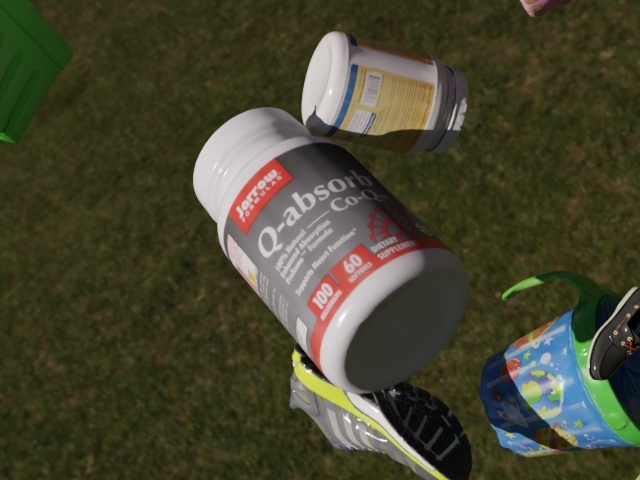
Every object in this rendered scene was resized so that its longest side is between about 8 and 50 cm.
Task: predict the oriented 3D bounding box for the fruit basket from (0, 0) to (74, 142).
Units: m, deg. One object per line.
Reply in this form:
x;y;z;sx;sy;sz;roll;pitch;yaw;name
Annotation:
-0.513;-0.356;1.513;0.282;0.392;0.392;12;49;4;fruit basket

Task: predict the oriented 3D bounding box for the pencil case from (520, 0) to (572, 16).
0.363;-0.392;1.194;0.386;0.160;0.167;-25;10;20;pencil case

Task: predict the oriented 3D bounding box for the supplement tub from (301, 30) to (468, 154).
0.088;-0.198;1.502;0.144;0.199;0.144;-169;90;-73;supplement tub

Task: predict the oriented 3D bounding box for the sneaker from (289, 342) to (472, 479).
0.079;0.255;1.532;0.300;0.121;0.111;35;42;20;sneaker

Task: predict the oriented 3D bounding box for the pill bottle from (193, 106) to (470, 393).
0.000;0.000;1.361;0.210;0.210;0.363;-41;53;-4;pill bottle

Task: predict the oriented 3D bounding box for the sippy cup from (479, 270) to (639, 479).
0.370;0.219;1.633;0.224;0.240;0.305;-27;46;33;sippy cup

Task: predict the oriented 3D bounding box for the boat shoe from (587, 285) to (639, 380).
0.373;0.116;1.335;0.133;0.049;0.042;-54;30;-8;boat shoe
